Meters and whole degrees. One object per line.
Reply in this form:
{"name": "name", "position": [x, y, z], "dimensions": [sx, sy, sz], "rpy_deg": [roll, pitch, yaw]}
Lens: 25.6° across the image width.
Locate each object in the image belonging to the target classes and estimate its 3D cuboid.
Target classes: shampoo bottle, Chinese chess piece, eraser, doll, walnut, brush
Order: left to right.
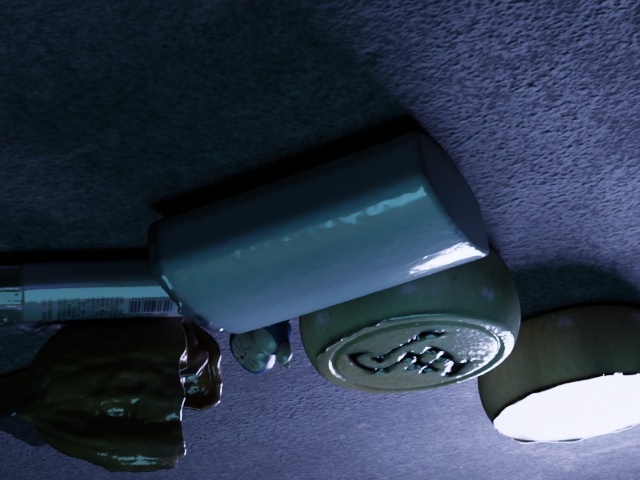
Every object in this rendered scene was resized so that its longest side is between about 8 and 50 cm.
{"name": "brush", "position": [-0.305, 0.195, 1.736], "dimensions": [0.197, 0.059, 0.123], "rpy_deg": [-17, 154, 18]}
{"name": "shampoo bottle", "position": [-0.236, 0.052, 1.472], "dimensions": [0.227, 0.056, 0.086], "rpy_deg": [-2, 153, -12]}
{"name": "walnut", "position": [-0.215, 0.141, 1.544], "dimensions": [0.204, 0.238, 0.141], "rpy_deg": [17, 111, 6]}
{"name": "doll", "position": [-0.067, 0.123, 1.658], "dimensions": [0.083, 0.076, 0.050], "rpy_deg": [-36, 177, 32]}
{"name": "eraser", "position": [0.000, 0.000, 1.383], "dimensions": [0.290, 0.104, 0.189], "rpy_deg": [-18, 147, 19]}
{"name": "Chinese chess piece", "position": [0.100, 0.088, 1.591], "dimensions": [0.250, 0.101, 0.250], "rpy_deg": [-5, 153, -3]}
{"name": "Chinese chess piece", "position": [0.332, 0.176, 1.827], "dimensions": [0.257, 0.104, 0.257], "rpy_deg": [-7, 154, -3]}
